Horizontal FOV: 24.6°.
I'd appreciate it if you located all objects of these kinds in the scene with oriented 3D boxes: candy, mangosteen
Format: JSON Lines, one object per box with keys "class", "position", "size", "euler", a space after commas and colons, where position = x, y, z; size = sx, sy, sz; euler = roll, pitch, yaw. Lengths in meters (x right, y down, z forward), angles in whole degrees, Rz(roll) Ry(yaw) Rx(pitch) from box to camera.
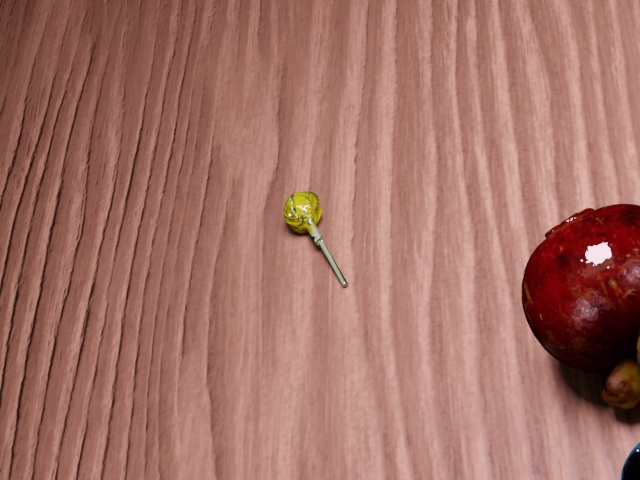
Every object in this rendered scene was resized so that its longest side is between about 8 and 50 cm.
{"class": "candy", "position": [0.000, 0.000, 2.141], "size": [0.062, 0.058, 0.194], "euler": [-61, 41, 30]}
{"class": "mangosteen", "position": [0.358, 0.085, 1.742], "size": [0.215, 0.215, 0.258], "euler": [-28, 76, 4]}

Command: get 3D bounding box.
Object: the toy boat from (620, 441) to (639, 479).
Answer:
{"class": "toy boat", "position": [0.475, 0.233, 1.596], "size": [0.298, 0.134, 0.092], "euler": [-20, 6, 16]}
